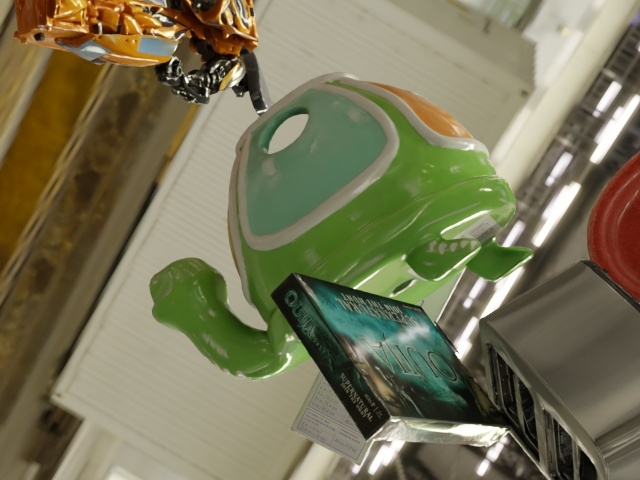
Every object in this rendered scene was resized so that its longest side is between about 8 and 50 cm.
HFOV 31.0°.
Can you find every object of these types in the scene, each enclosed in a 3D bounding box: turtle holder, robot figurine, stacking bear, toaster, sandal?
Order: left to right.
[{"bbox_3d":[-0.168,-0.244,1.118,0.085,0.211,0.291,-17,169,40],"label":"robot figurine"},{"bbox_3d":[-0.123,-0.264,1.803,0.254,0.054,0.097,-113,-177,-54],"label":"sandal"},{"bbox_3d":[0.016,-0.006,1.077,0.243,0.227,0.320,-14,156,-47],"label":"turtle holder"},{"bbox_3d":[0.212,0.122,0.866,0.110,0.168,0.186,-27,136,-12],"label":"toaster"},{"bbox_3d":[0.362,0.033,1.105,0.164,0.175,0.289,-23,154,17],"label":"stacking bear"}]

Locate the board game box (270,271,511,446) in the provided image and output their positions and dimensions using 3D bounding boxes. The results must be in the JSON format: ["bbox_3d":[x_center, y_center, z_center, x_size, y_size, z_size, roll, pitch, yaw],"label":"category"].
[{"bbox_3d":[0.055,0.088,0.820,0.026,0.126,0.186,-46,150,18],"label":"board game box"}]

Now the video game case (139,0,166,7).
[{"bbox_3d":[-0.210,-0.307,1.273,0.011,0.087,0.122,-39,-138,24],"label":"video game case"}]

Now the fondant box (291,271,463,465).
[{"bbox_3d":[0.095,0.072,1.362,0.330,0.096,0.238,-65,175,13],"label":"fondant box"}]
